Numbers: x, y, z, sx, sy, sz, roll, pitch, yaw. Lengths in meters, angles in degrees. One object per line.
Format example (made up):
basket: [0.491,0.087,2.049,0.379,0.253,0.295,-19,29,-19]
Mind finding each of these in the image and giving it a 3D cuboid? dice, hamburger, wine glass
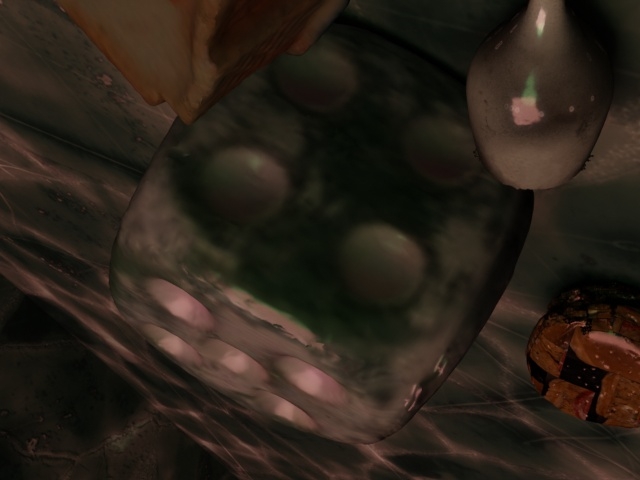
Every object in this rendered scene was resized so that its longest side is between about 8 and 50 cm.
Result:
dice: [0.000,0.000,0.941,0.348,0.327,0.330,30,155,2]
hamburger: [0.367,0.145,1.079,0.231,0.106,0.231,26,148,18]
wine glass: [0.180,-0.152,0.716,0.127,0.126,0.241,21,150,20]

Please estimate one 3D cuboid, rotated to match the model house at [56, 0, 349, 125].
model house: [-0.044,-0.269,0.586,0.245,0.280,0.312,47,159,-4]
